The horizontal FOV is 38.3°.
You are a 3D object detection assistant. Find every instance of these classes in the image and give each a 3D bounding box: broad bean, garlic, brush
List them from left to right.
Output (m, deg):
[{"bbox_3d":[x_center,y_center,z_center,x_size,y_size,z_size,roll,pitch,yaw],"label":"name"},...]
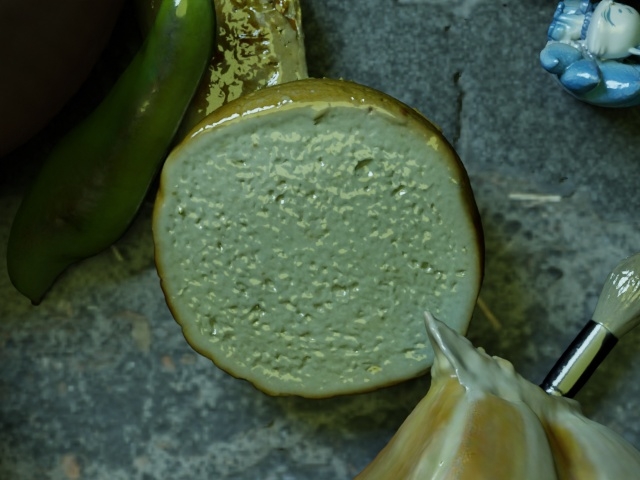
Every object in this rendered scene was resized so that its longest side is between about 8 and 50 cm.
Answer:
[{"bbox_3d":[-0.141,-0.080,0.656,0.075,0.067,0.325,23,111,-27],"label":"broad bean"},{"bbox_3d":[0.080,0.232,0.565,0.249,0.286,0.313,32,93,44],"label":"garlic"},{"bbox_3d":[0.155,0.131,0.659,0.042,0.039,0.299,36,88,6],"label":"brush"}]

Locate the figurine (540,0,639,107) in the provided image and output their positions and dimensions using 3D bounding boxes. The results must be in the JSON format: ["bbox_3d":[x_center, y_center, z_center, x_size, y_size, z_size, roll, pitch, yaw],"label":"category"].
[{"bbox_3d":[0.214,-0.134,0.662,0.114,0.079,0.114,6,40,-5],"label":"figurine"}]

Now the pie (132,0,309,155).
[{"bbox_3d":[-0.073,-0.154,0.689,0.129,0.068,0.282,-15,87,7],"label":"pie"}]

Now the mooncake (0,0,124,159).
[{"bbox_3d":[-0.289,-0.166,0.629,0.334,0.174,0.325,-4,61,33],"label":"mooncake"}]

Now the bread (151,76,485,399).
[{"bbox_3d":[0.000,0.000,0.641,0.236,0.070,0.236,0,104,0],"label":"bread"}]
